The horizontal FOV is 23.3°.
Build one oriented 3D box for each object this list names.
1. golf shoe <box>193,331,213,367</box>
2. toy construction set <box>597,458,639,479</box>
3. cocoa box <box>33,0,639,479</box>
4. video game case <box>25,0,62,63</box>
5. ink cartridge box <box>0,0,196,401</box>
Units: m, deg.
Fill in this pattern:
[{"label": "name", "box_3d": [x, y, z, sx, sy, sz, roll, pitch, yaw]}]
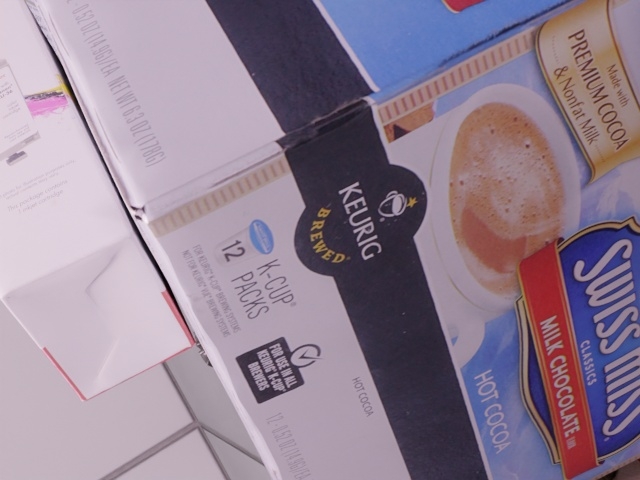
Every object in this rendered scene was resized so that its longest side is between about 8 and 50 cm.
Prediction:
[{"label": "golf shoe", "box_3d": [0.000, 0.000, 1.181, 0.105, 0.273, 0.120, 15, 152, 25]}, {"label": "toy construction set", "box_3d": [0.188, 0.216, 0.939, 0.309, 0.237, 0.257, 52, 154, 14]}, {"label": "cocoa box", "box_3d": [0.031, -0.028, 0.767, 0.231, 0.228, 0.347, 60, 174, 41]}, {"label": "video game case", "box_3d": [-0.149, -0.152, 1.220, 0.269, 0.061, 0.244, 30, 127, 21]}, {"label": "ink cartridge box", "box_3d": [-0.138, -0.036, 0.752, 0.198, 0.067, 0.115, 62, 176, 32]}]
